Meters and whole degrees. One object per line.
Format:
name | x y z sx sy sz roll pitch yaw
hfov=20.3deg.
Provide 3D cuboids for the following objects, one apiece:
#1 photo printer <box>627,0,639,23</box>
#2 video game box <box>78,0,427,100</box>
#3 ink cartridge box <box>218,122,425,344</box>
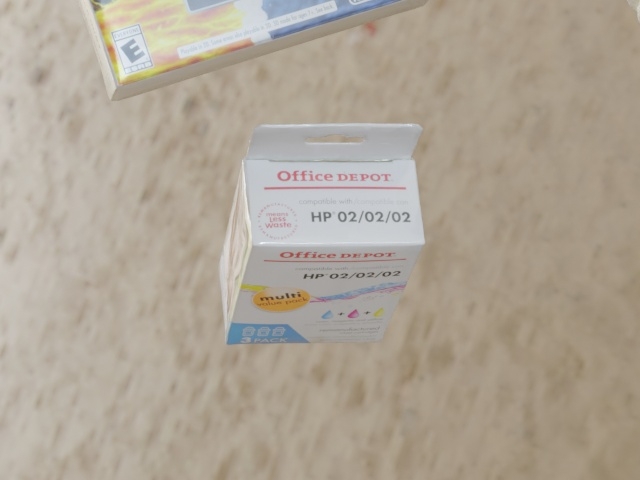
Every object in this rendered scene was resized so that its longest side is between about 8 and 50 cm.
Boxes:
photo printer | 0.304 -0.283 1.050 0.307 0.107 0.256 -53 -17 -19
video game box | -0.055 -0.201 1.047 0.048 0.205 0.187 141 110 -76
ink cartridge box | 0.000 0.000 1.078 0.181 0.104 0.062 107 159 -61
